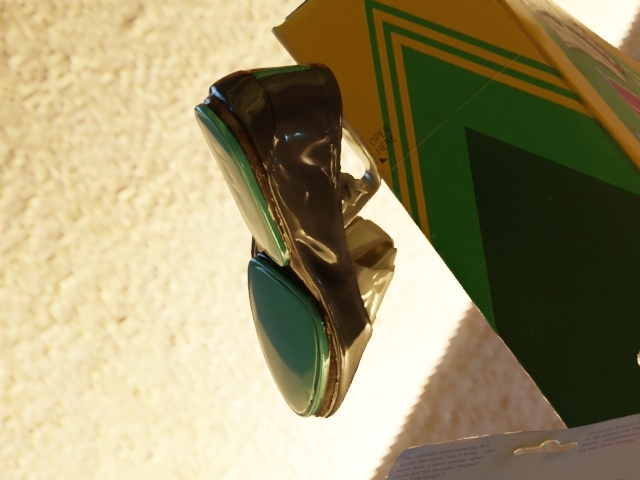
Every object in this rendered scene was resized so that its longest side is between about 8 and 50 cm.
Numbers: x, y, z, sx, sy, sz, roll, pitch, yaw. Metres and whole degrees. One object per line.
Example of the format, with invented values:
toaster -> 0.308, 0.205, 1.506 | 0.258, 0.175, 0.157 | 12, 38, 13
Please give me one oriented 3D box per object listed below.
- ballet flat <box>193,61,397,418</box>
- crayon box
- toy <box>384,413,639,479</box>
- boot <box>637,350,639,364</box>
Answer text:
ballet flat -> 0.000, 0.000, 0.867 | 0.074, 0.203, 0.074 | -7, -135, 7
crayon box -> 0.172, 0.013, 1.016 | 0.106, 0.363, 0.313 | -43, -115, 14
toy -> 0.047, 0.152, 0.634 | 0.137, 0.056, 0.237 | -13, -154, 36
boot -> 0.191, 0.061, 0.521 | 0.207, 0.248, 0.090 | 36, -89, 12
